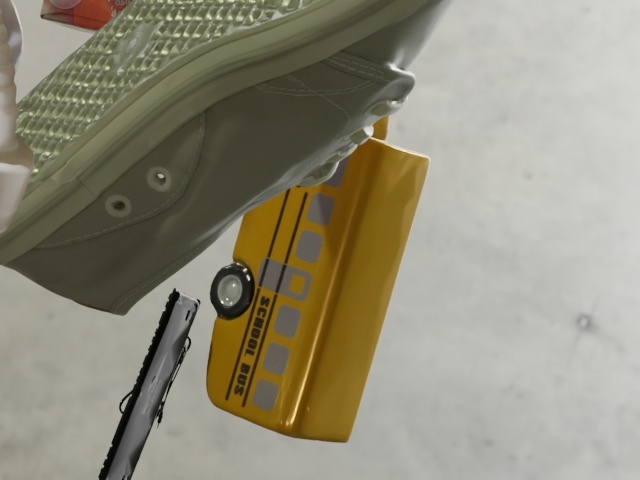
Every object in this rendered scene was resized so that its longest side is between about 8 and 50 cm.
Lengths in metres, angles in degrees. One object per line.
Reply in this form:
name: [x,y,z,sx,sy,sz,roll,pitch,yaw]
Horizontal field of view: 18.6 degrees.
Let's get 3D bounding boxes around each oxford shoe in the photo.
oxford shoe: [-0.016,-0.099,1.066,0.130,0.449,0.169,39,34,-26]

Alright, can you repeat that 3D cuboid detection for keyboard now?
keyboard: [-0.162,0.133,1.727,0.038,0.192,0.100,21,-5,15]

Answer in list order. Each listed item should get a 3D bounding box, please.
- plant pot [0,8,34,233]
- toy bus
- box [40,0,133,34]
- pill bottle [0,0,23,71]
plant pot: [-0.207,-0.097,0.727,0.237,0.109,0.237,22,7,-3]
toy bus: [0.000,0.000,1.722,0.130,0.332,0.108,18,3,39]
box: [-0.054,-0.204,1.449,0.142,0.154,0.300,14,3,26]
pill bottle: [-0.350,-0.088,1.353,0.181,0.181,0.323,27,42,16]
